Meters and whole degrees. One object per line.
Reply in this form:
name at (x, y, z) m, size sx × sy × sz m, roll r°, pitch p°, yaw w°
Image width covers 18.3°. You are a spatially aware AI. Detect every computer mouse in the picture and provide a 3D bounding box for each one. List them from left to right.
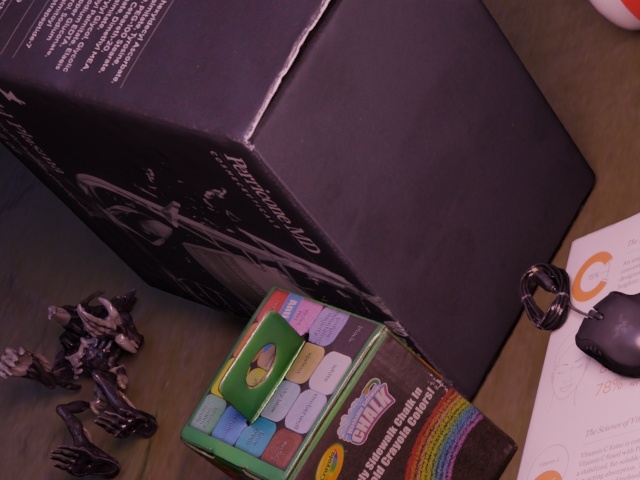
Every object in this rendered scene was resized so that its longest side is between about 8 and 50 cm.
computer mouse at (0.218, 0.056, 1.646) m, size 0.071 × 0.041 × 0.242 m, roll -58°, pitch 24°, yaw -2°

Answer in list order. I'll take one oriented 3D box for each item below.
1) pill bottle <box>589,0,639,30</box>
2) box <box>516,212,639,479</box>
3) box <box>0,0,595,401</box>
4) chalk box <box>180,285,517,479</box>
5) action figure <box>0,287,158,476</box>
pill bottle at (0.408, -0.360, 2.027) m, size 0.323 × 0.181 × 0.181 m, roll -29°, pitch 39°, yaw 26°
box at (0.303, 0.150, 1.629) m, size 0.215 × 0.168 × 0.345 m, roll -24°, pitch 40°, yaw 48°
box at (-0.059, -0.127, 1.961) m, size 0.472 × 0.480 × 0.297 m, roll 16°, pitch 68°, yaw 39°
chalk box at (0.007, 0.169, 1.849) m, size 0.179 × 0.289 × 0.180 m, roll 17°, pitch 70°, yaw 52°
action figure at (-0.277, 0.139, 2.313) m, size 0.164 × 0.141 × 0.275 m, roll -40°, pitch 39°, yaw 14°
